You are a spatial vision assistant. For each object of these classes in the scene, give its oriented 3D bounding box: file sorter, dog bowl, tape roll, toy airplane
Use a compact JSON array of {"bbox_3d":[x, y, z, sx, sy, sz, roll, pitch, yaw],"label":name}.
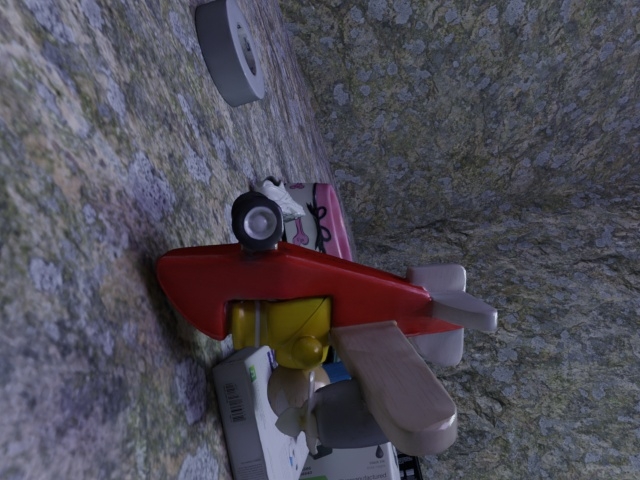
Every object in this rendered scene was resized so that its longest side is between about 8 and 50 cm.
[{"bbox_3d":[0.026,0.318,1.143,0.170,0.118,0.105,7,67,-81],"label":"file sorter"},{"bbox_3d":[0.000,0.000,1.327,0.408,0.150,0.409,-14,90,-81],"label":"dog bowl"},{"bbox_3d":[-0.197,-0.421,0.938,0.219,0.072,0.220,-14,90,-82],"label":"tape roll"},{"bbox_3d":[0.025,0.118,0.557,0.386,0.384,0.273,12,99,-60],"label":"toy airplane"}]

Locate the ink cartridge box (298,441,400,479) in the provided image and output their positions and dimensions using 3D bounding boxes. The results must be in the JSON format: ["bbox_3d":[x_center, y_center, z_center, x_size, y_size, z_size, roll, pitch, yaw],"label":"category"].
[{"bbox_3d":[0.055,0.445,0.867,0.273,0.198,0.115,-88,162,-61],"label":"ink cartridge box"}]

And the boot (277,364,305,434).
[{"bbox_3d":[-0.022,0.238,0.744,0.197,0.072,0.153,-66,142,-57],"label":"boot"}]

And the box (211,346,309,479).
[{"bbox_3d":[-0.079,0.286,0.724,0.322,0.058,0.233,7,70,-79],"label":"box"}]

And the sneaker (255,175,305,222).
[{"bbox_3d":[-0.102,-0.105,1.044,0.232,0.090,0.116,11,63,-81],"label":"sneaker"}]

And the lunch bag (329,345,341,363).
[{"bbox_3d":[0.092,0.313,1.346,0.224,0.107,0.280,-98,-170,-70],"label":"lunch bag"}]

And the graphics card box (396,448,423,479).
[{"bbox_3d":[0.155,0.603,1.163,0.094,0.232,0.372,-51,127,-80],"label":"graphics card box"}]
